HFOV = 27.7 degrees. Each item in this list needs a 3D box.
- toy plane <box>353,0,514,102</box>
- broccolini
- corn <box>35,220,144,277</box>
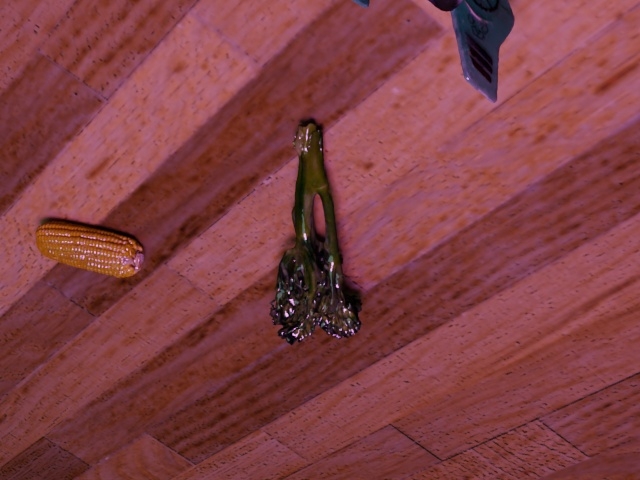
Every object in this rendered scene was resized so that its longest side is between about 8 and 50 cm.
[{"bbox_3d":[-0.032,-0.210,0.664,0.381,0.155,0.106,28,143,-33],"label":"toy plane"},{"bbox_3d":[-0.001,-0.009,0.968,0.074,0.058,0.201,4,123,1],"label":"broccolini"},{"bbox_3d":[-0.191,0.007,1.068,0.092,0.037,0.037,13,140,15],"label":"corn"}]
